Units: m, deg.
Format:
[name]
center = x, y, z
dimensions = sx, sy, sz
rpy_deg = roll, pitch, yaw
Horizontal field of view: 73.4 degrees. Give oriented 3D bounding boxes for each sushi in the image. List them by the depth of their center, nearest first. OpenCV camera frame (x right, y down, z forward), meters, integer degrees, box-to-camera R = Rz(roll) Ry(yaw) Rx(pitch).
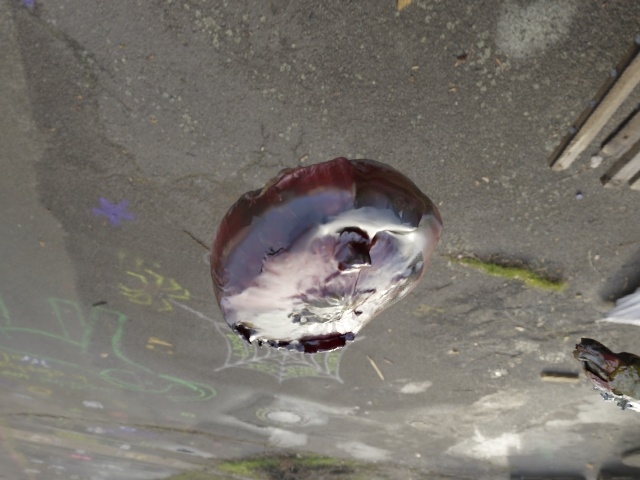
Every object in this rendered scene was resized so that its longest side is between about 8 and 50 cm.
[sushi]
center = 0.599, 0.279, 0.826
dimensions = 0.225, 0.097, 0.103
rpy_deg = 25, 151, 30

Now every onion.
[onion]
center = 0.000, 0.000, 0.517
dimensions = 0.271, 0.195, 0.272
rpy_deg = -14, 138, -12
